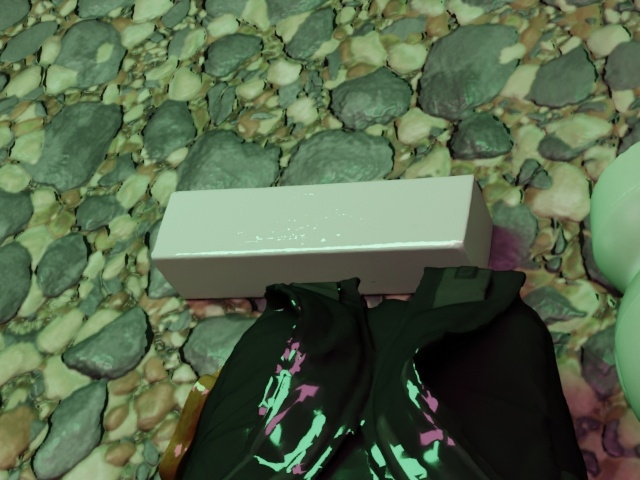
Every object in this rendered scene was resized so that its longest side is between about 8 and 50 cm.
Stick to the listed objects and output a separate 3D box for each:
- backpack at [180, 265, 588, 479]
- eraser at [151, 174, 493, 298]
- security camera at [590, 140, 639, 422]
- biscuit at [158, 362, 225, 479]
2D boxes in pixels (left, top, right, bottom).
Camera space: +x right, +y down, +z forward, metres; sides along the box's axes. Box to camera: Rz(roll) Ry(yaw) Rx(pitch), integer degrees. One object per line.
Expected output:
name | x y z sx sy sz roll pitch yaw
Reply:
backpack | 0.034 0.192 0.863 0.363 0.255 0.445 -7 37 9
eraser | 0.000 0.000 1.134 0.298 0.076 0.078 -2 55 22
security camera | 0.301 0.052 0.895 0.195 0.194 0.236 -14 54 14
biscuit | -0.091 0.142 1.044 0.023 0.118 0.140 29 68 19
